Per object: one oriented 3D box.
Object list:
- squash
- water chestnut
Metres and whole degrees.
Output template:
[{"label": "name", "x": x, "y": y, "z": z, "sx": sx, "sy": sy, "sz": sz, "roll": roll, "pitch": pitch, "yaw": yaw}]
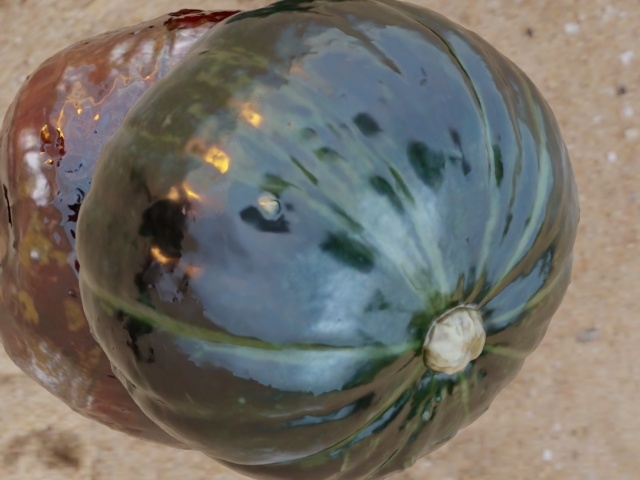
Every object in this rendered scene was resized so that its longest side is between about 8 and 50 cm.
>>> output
[{"label": "squash", "x": 0.004, "y": 0.000, "z": 0.724, "sx": 0.218, "sy": 0.218, "sz": 0.172, "roll": -31, "pitch": 59, "yaw": -29}, {"label": "water chestnut", "x": -0.068, "y": -0.006, "z": 1.072, "sx": 0.289, "sy": 0.244, "sz": 0.289, "roll": -19, "pitch": 119, "yaw": -38}]
